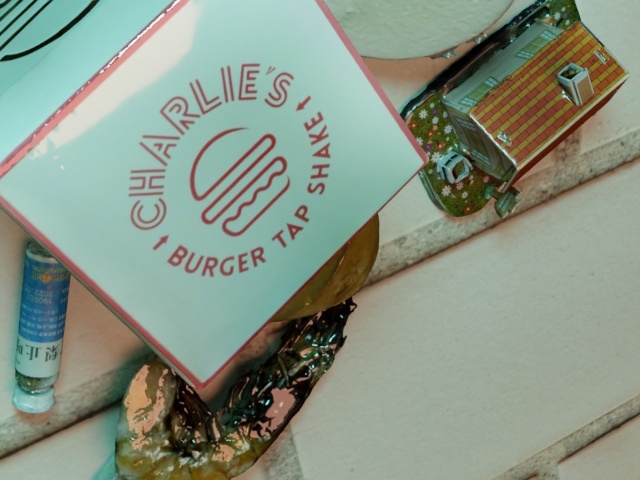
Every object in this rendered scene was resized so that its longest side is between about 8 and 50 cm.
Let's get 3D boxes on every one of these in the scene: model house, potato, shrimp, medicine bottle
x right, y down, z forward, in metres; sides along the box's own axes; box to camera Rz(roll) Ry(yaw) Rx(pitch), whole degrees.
[{"bbox_3d":[0.272,-0.147,1.431,0.294,0.154,0.207,-39,128,-11],"label":"model house"},{"bbox_3d":[0.000,0.000,1.328,0.158,0.178,0.203,11,93,-54],"label":"potato"},{"bbox_3d":[-0.103,0.169,1.391,0.365,0.071,0.233,-47,132,-12],"label":"shrimp"},{"bbox_3d":[-0.301,0.093,1.237,0.051,0.051,0.191,-3,114,-33],"label":"medicine bottle"}]

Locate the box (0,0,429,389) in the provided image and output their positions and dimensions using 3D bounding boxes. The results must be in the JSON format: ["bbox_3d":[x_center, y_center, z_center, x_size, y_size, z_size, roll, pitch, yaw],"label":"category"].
[{"bbox_3d":[-0.149,-0.115,1.067,0.314,0.300,0.312,-45,130,-7],"label":"box"}]

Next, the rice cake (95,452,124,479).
[{"bbox_3d":[-0.239,0.279,1.390,0.180,0.030,0.042,-54,137,2],"label":"rice cake"}]

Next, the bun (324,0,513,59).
[{"bbox_3d":[0.081,-0.330,1.207,0.263,0.175,0.263,-3,149,-2],"label":"bun"}]
